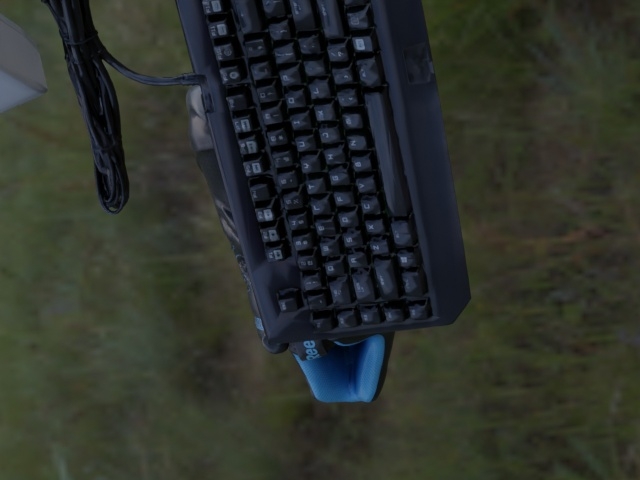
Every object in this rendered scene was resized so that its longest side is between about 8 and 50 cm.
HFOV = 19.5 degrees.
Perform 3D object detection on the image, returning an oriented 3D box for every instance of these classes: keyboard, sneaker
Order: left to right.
[{"bbox_3d":[-0.044,-0.077,0.920,0.033,0.201,0.317,-73,-25,-54],"label":"keyboard"},{"bbox_3d":[0.000,0.000,1.235,0.341,0.125,0.140,55,-145,-60],"label":"sneaker"}]

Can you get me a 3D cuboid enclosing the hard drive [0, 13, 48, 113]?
[{"bbox_3d":[-0.354,-0.062,0.973,0.233,0.353,0.047,33,-142,-64],"label":"hard drive"}]
